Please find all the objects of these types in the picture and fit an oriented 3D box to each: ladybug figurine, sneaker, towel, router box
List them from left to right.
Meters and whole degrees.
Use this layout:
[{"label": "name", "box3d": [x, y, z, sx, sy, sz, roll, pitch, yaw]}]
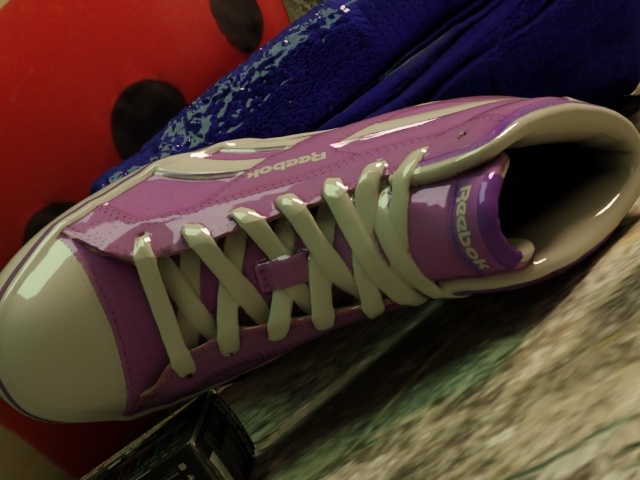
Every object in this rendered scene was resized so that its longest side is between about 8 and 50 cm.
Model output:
[{"label": "ladybug figurine", "box3d": [-0.144, -0.014, 0.935, 0.449, 0.162, 0.305, -63, -28, -13]}, {"label": "router box", "box3d": [-0.088, 0.121, 0.688, 0.122, 0.038, 0.092, -35, 7, 6]}, {"label": "sneaker", "box3d": [0.000, -0.001, 0.659, 0.282, 0.102, 0.161, -24, 8, -16]}, {"label": "towel", "box3d": [0.043, -0.051, 0.845, 0.308, 0.076, 0.227, -37, -27, -5]}]
